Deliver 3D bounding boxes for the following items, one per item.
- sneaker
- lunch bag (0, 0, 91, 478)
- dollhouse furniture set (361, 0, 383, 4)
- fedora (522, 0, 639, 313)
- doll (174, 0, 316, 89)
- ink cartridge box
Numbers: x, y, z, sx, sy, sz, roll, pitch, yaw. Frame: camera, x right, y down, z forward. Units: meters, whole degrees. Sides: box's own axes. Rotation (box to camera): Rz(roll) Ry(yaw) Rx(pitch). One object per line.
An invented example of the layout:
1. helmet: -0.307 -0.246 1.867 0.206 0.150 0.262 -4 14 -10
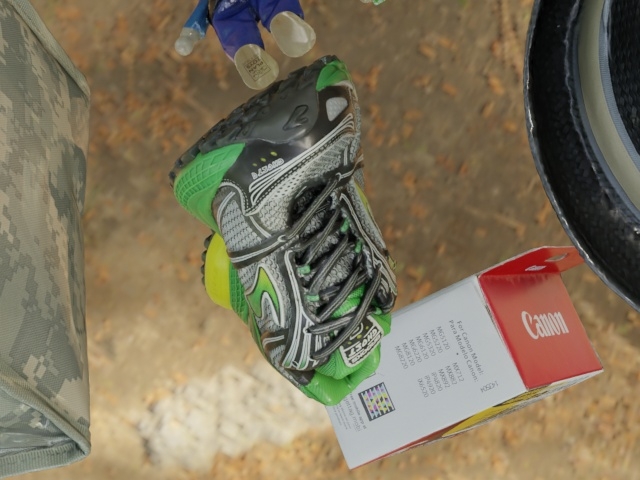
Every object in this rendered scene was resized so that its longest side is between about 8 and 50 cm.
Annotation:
1. sneaker: 0.000 0.000 1.159 0.146 0.134 0.343 51 168 21
2. lunch bag: -0.228 -0.042 0.780 0.169 0.235 0.287 -16 143 14
3. dollhouse furniture set: 0.058 -0.399 1.749 0.198 0.151 0.301 -17 145 24
4. fedora: 0.274 -0.077 0.871 0.334 0.334 0.152 37 173 -6
5. doll: -0.063 -0.187 1.396 0.129 0.189 0.046 -40 123 11
6. ink cartridge box: 0.174 0.114 1.821 0.272 0.309 0.130 -27 80 21
